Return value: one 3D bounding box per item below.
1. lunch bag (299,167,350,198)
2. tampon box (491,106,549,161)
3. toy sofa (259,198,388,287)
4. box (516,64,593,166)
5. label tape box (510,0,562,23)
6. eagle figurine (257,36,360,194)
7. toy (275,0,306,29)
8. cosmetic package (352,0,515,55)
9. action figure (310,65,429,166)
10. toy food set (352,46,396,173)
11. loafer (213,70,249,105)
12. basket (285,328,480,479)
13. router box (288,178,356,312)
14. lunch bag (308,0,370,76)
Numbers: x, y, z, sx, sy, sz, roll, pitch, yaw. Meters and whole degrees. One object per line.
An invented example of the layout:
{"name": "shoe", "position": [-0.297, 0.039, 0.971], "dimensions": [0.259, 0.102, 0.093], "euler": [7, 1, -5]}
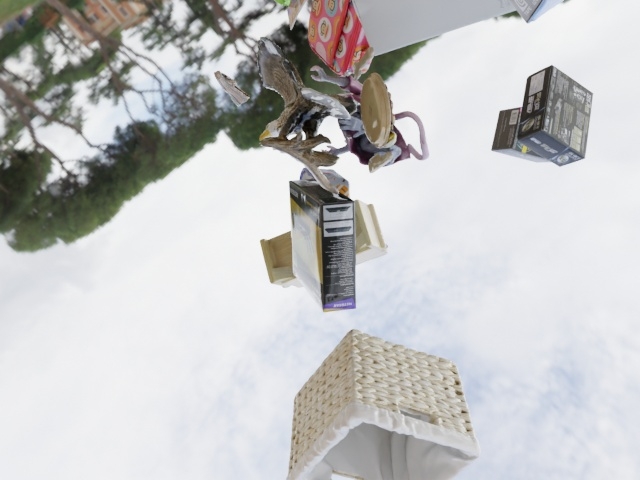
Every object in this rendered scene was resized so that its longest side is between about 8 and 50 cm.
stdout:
{"name": "lunch bag", "position": [-0.005, -0.043, 1.854], "dimensions": [0.243, 0.115, 0.303], "euler": [-135, -130, -65]}
{"name": "tampon box", "position": [0.579, -0.290, 1.879], "dimensions": [0.101, 0.161, 0.120], "euler": [-164, -95, -71]}
{"name": "toy sofa", "position": [0.014, 0.017, 2.068], "dimensions": [0.363, 0.177, 0.150], "euler": [-22, -107, 21]}
{"name": "box", "position": [0.544, -0.286, 1.566], "dimensions": [0.077, 0.147, 0.180], "euler": [-20, -128, 58]}
{"name": "label tape box", "position": [0.302, -0.514, 0.946], "dimensions": [0.241, 0.333, 0.106], "euler": [-34, 173, -4]}
{"name": "eagle figurine", "position": [-0.038, -0.272, 1.361], "dimensions": [0.225, 0.226, 0.298], "euler": [0, -129, 10]}
{"name": "toy", "position": [-0.027, -0.454, 1.032], "dimensions": [0.237, 0.056, 0.137], "euler": [131, -44, -57]}
{"name": "cosmetic package", "position": [0.258, -0.542, 1.367], "dimensions": [0.385, 0.217, 0.156], "euler": [-8, -154, 30]}
{"name": "action figure", "position": [0.122, -0.353, 1.832], "dimensions": [0.276, 0.248, 0.370], "euler": [-9, -153, 3]}
{"name": "toy food set", "position": [0.099, -0.216, 1.126], "dimensions": [0.039, 0.192, 0.132], "euler": [-9, 178, -13]}
{"name": "loafer", "position": [-0.222, -0.387, 1.696], "dimensions": [0.039, 0.125, 0.045], "euler": [-27, -123, 10]}
{"name": "basket", "position": [0.130, 0.421, 1.554], "dimensions": [0.331, 0.328, 0.266], "euler": [-56, -157, 36]}
{"name": "router box", "position": [0.000, 0.000, 1.568], "dimensions": [0.081, 0.243, 0.309], "euler": [-6, -165, -14]}
{"name": "lunch bag", "position": [0.084, -0.589, 1.781], "dimensions": [0.120, 0.293, 0.258], "euler": [-11, -132, -29]}
